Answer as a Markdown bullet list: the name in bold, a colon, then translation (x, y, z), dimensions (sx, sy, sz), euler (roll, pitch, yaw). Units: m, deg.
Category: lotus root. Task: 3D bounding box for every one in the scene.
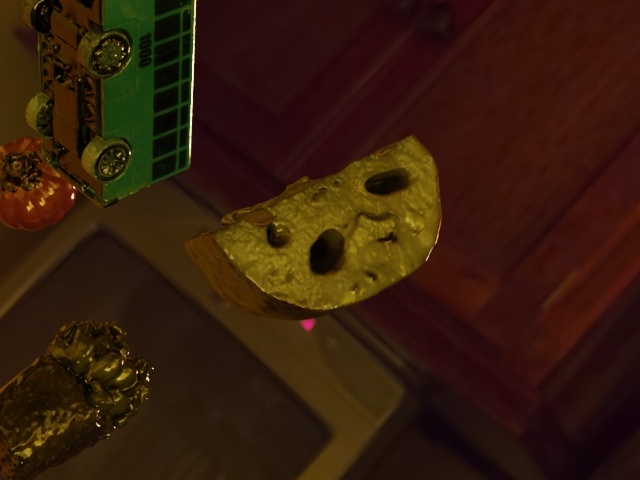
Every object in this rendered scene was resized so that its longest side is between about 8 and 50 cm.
- **lotus root**: translation (0.000, 0.000, 1.471), dimensions (0.138, 0.235, 0.119), euler (67, 156, 6)

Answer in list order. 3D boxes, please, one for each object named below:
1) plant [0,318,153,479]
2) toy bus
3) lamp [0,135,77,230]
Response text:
- **plant**: translation (-0.199, 0.126, 1.248), dimensions (0.094, 0.143, 0.092), euler (42, 149, 14)
- **toy bus**: translation (-0.123, -0.112, 0.967), dimensions (0.079, 0.092, 0.160), euler (36, 137, 34)
- **lamp**: translation (-0.319, -0.063, 1.757), dimensions (0.107, 0.107, 0.092), euler (40, 168, 23)
